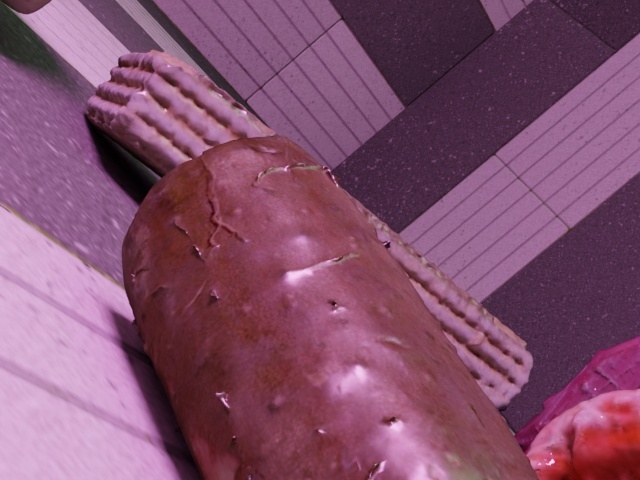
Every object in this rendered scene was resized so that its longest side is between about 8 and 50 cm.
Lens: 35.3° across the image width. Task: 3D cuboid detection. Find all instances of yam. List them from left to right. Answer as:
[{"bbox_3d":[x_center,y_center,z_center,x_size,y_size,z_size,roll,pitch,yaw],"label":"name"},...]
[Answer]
[{"bbox_3d":[-0.007,0.058,0.449,0.129,0.128,0.238,77,-14,-46],"label":"yam"}]

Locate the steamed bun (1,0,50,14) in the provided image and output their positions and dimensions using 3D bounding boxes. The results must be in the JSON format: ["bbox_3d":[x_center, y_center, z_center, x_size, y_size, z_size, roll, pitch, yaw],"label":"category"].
[{"bbox_3d":[-0.238,-0.290,0.675,0.155,0.200,0.250,19,-24,47],"label":"steamed bun"}]

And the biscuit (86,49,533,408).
[{"bbox_3d":[0.000,0.000,0.836,0.426,0.078,0.144,39,-5,-24],"label":"biscuit"}]

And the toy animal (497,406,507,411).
[{"bbox_3d":[0.159,0.197,1.126,0.062,0.108,0.220,-128,-149,-76],"label":"toy animal"}]

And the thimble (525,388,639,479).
[{"bbox_3d":[0.231,0.230,0.673,0.162,0.239,0.239,44,7,-30],"label":"thimble"}]

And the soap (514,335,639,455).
[{"bbox_3d":[0.308,0.209,0.939,0.220,0.325,0.127,40,7,20],"label":"soap"}]
